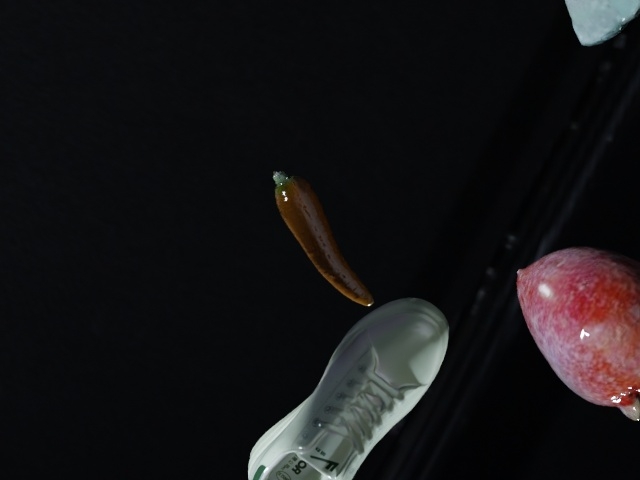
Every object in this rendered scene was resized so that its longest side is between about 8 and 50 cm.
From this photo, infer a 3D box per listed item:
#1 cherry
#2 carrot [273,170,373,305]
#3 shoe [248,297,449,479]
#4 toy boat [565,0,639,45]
[{"bbox_3d":[0.213,0.083,0.909,0.090,0.225,0.107,-46,-20,-10],"label":"cherry"},{"bbox_3d":[0.000,0.000,1.224,0.035,0.035,0.142,-37,-76,-21],"label":"carrot"},{"bbox_3d":[0.024,0.172,1.362,0.095,0.110,0.265,36,-66,-10],"label":"shoe"},{"bbox_3d":[0.129,-0.235,0.759,0.096,0.206,0.282,-30,-71,-35],"label":"toy boat"}]
